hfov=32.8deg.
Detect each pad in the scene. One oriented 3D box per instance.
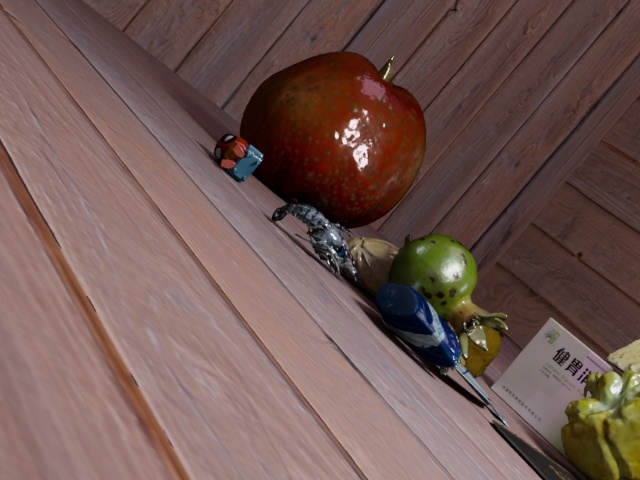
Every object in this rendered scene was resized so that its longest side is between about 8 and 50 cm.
[{"bbox_3d":[0.405,0.353,1.600,0.375,0.063,0.315,37,5,-38],"label":"pad"}]

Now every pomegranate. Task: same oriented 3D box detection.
[{"bbox_3d":[0.207,0.081,1.744,0.220,0.156,0.156,33,3,10],"label":"pomegranate"}]

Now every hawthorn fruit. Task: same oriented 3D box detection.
[{"bbox_3d":[0.040,-0.239,2.364,0.403,0.403,0.403,40,5,-4],"label":"hawthorn fruit"}]

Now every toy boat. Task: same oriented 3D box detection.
[{"bbox_3d":[0.193,0.190,1.642,0.291,0.067,0.220,52,-5,-26],"label":"toy boat"}]

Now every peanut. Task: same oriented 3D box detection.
[{"bbox_3d":[0.127,0.069,1.862,0.214,0.098,0.090,40,20,-11],"label":"peanut"}]

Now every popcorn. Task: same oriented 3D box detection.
[{"bbox_3d":[0.497,0.311,1.725,0.183,0.221,0.204,-68,143,-51],"label":"popcorn"}]

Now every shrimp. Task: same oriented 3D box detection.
[{"bbox_3d":[0.002,-0.004,1.746,0.174,0.076,0.082,40,27,3],"label":"shrimp"}]

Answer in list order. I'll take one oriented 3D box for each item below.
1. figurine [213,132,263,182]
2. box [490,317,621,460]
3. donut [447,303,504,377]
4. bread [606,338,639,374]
[{"bbox_3d":[-0.149,-0.153,1.965,0.075,0.068,0.140,36,8,-20],"label":"figurine"},{"bbox_3d":[0.456,0.285,1.951,0.260,0.175,0.062,43,7,38],"label":"box"},{"bbox_3d":[0.239,0.143,2.028,0.272,0.107,0.272,41,3,-3],"label":"donut"},{"bbox_3d":[0.749,0.349,1.874,0.404,0.242,0.346,63,-14,-22],"label":"bread"}]
